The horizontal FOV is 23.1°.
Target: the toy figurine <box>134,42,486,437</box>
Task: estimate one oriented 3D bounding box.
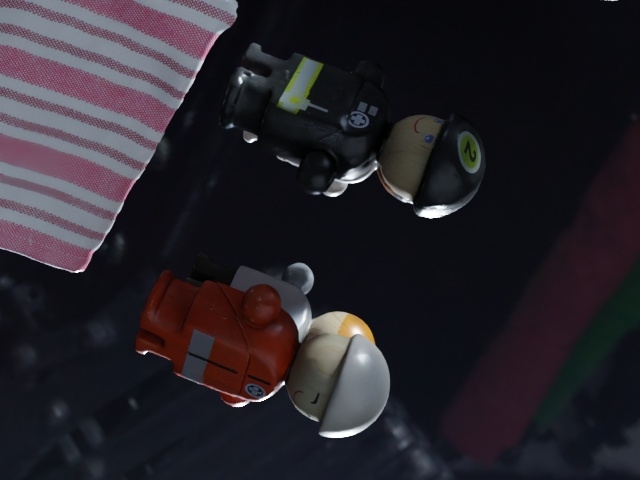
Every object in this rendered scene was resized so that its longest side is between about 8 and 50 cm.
[{"bbox_3d":[0.000,0.000,0.930,0.209,0.148,0.213,-4,-66,-87],"label":"toy figurine"}]

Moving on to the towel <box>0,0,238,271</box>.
[{"bbox_3d":[-0.146,-0.070,0.837,0.144,0.029,0.197,14,-57,-35],"label":"towel"}]
